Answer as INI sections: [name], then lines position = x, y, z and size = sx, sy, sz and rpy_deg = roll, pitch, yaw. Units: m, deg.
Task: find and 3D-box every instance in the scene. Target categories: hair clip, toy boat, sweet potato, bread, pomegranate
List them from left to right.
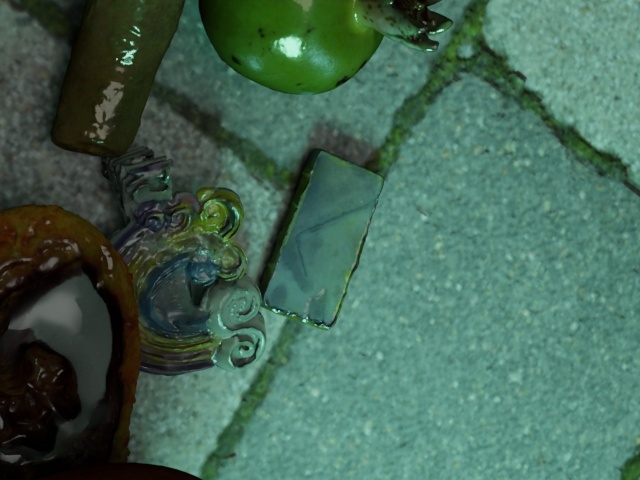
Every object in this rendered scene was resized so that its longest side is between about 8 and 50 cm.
[bread]
position = -0.174, 0.103, 1.031
size = 0.139, 0.095, 0.269
rpy_deg = -13, 121, -16
[sweet potato]
position = -0.093, -0.234, 0.995
size = 0.109, 0.109, 0.385
rpy_deg = 1, 103, -28
[hair clip]
position = -0.099, 0.023, 1.082
size = 0.116, 0.049, 0.172
rpy_deg = -17, 115, -11
[pomegranate]
position = -0.001, -0.158, 1.038
size = 0.129, 0.159, 0.129
rpy_deg = 14, 70, -42
[toy boat]
position = 0.000, 0.000, 1.143
size = 0.063, 0.016, 0.115
rpy_deg = 22, 87, -29

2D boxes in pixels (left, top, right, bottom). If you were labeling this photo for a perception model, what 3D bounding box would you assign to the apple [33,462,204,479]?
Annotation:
[apple]
position = -0.116, 0.235, 0.946
size = 0.201, 0.218, 0.218
rpy_deg = -17, 108, 2
